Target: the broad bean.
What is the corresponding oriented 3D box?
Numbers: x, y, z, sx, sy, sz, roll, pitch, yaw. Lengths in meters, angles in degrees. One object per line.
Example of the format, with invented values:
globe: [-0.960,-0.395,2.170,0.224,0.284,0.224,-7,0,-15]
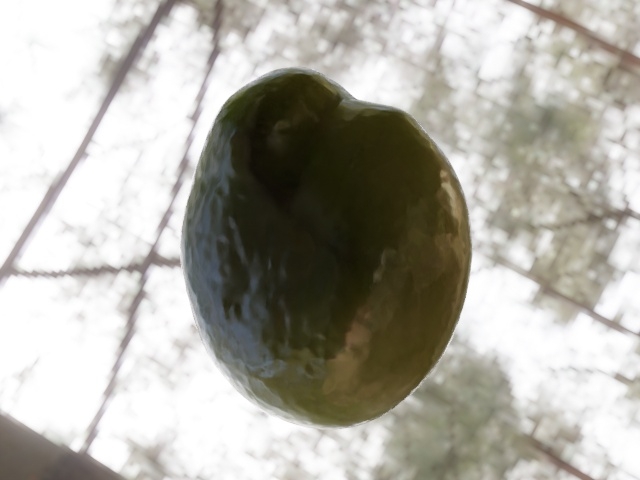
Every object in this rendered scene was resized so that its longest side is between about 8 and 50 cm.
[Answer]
broad bean: [0.000,0.000,1.388,0.238,0.291,0.119,-23,-21,19]
